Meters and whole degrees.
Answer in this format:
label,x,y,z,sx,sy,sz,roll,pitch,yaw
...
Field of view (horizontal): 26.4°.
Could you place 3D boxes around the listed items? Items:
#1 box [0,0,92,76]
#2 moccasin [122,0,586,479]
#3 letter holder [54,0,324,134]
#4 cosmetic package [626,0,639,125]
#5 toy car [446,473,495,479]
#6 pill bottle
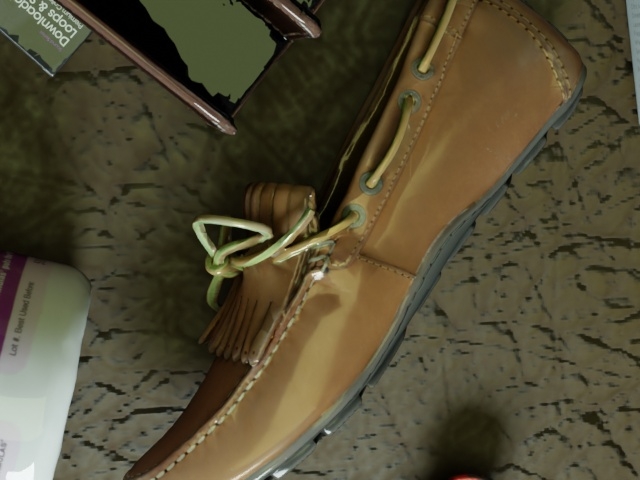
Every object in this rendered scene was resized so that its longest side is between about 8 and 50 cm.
label,x,y,z,sx,sy,sz,roll,pitch,yaw
box,-0.153,-0.197,0.826,0.116,0.029,0.162,42,91,-10
moccasin,0.000,0.000,0.820,0.147,0.139,0.380,36,93,-10
letter holder,-0.119,-0.202,0.705,0.302,0.214,0.152,38,92,-10
cosmetic package,0.277,-0.163,0.819,0.151,0.151,0.184,-11,100,-6
toy car,0.032,0.278,0.913,0.225,0.053,0.239,-10,100,-5
pill bottle,-0.294,0.067,0.780,0.301,0.169,0.169,13,97,-10
